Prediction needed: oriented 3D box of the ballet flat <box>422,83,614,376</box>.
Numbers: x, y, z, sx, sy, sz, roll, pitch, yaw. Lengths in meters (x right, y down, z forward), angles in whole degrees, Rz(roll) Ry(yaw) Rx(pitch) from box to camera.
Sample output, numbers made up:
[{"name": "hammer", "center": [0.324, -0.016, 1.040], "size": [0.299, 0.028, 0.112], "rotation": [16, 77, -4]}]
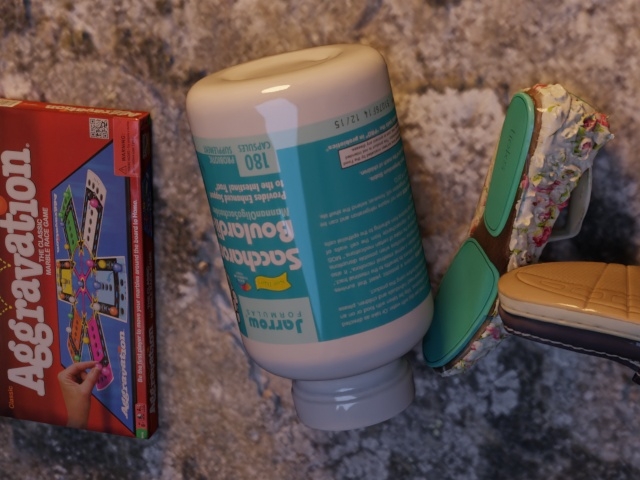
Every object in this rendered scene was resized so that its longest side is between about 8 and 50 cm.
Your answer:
[{"name": "ballet flat", "center": [0.146, 0.002, 0.936], "size": [0.077, 0.091, 0.241], "rotation": [8, 119, -19]}]

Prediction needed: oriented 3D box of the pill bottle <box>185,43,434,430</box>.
[{"name": "pill bottle", "center": [0.000, 0.000, 0.938], "size": [0.146, 0.146, 0.264], "rotation": [-7, 106, 19]}]

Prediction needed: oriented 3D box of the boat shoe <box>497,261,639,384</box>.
[{"name": "boat shoe", "center": [0.254, 0.080, 0.854], "size": [0.285, 0.103, 0.092], "rotation": [9, 111, 8]}]

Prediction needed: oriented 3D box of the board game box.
[{"name": "board game box", "center": [-0.209, 0.026, 1.075], "size": [0.145, 0.027, 0.281], "rotation": [7, 111, 16]}]
